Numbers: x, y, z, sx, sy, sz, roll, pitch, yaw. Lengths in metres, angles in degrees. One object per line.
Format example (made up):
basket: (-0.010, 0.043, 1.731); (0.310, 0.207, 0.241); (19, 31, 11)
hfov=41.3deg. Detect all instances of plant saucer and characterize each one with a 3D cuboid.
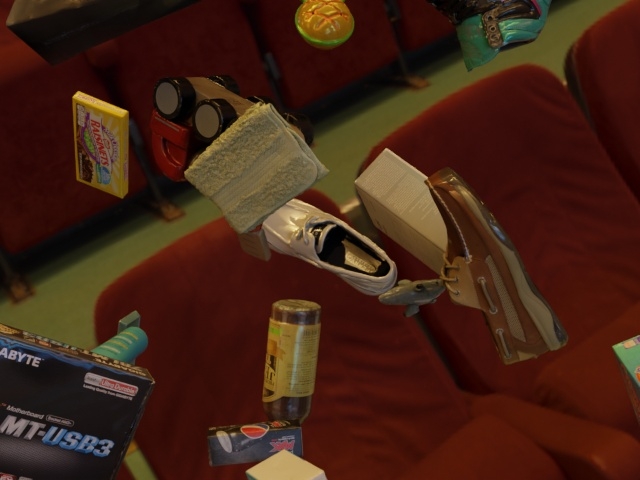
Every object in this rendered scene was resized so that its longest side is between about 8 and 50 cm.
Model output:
plant saucer: (-0.389, 0.238, 1.694); (0.018, 0.192, 0.067); (14, 18, 14)

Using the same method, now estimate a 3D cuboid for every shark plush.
shark plush: (0.192, 0.098, 1.581); (0.161, 0.067, 0.073); (-7, 71, 31)

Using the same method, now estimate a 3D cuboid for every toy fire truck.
toy fire truck: (-0.130, -0.087, 1.189); (0.217, 0.247, 0.158); (31, 27, 29)

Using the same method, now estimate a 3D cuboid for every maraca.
maraca: (0.007, -0.483, 1.823); (0.127, 0.099, 0.186); (2, 54, -9)

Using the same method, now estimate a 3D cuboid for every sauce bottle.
sauce bottle: (-0.066, 0.301, 1.786); (0.111, 0.345, 0.111); (6, 5, 0)

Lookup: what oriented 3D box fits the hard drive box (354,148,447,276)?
hard drive box: (0.186, -0.029, 1.477); (0.232, 0.181, 0.089); (40, 83, 27)

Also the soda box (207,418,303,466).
soda box: (-0.117, 0.362, 1.525); (0.168, 0.060, 0.053); (-5, 6, -7)

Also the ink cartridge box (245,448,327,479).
ink cartridge box: (-0.015, 0.349, 0.999); (0.060, 0.180, 0.104); (-25, 14, -26)

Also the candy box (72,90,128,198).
candy box: (-0.411, -0.175, 1.591); (0.105, 0.206, 0.027); (20, 46, 7)

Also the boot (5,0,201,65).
boot: (-0.167, -0.414, 1.097); (0.445, 0.146, 0.367); (-10, 41, 38)

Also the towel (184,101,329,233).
towel: (-0.074, -0.076, 0.929); (0.148, 0.110, 0.027); (-34, 16, 34)

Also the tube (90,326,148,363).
tube: (-0.364, 0.203, 1.459); (0.080, 0.052, 0.207); (12, 14, 11)

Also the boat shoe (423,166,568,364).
boat shoe: (0.235, 0.051, 1.228); (0.119, 0.324, 0.122); (-32, 13, 9)

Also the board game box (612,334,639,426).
board game box: (0.469, 0.249, 1.138); (0.047, 0.160, 0.210); (-23, 23, 8)

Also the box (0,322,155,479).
box: (-0.440, 0.293, 1.269); (0.294, 0.295, 0.073); (-66, 26, 2)

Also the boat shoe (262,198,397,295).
boat shoe: (0.000, 0.000, 1.344); (0.096, 0.267, 0.088); (-54, -10, -13)

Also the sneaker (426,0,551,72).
sneaker: (0.218, -0.353, 1.303); (0.295, 0.179, 0.124); (3, 0, -9)
